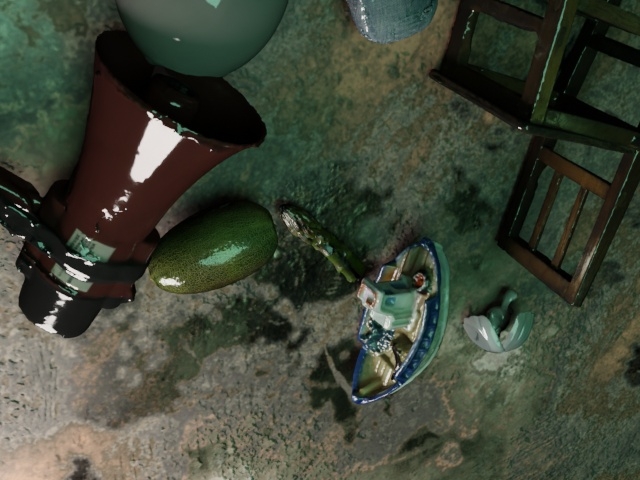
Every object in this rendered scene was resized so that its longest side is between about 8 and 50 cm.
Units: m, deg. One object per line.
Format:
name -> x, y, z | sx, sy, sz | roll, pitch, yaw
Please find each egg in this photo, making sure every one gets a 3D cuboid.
egg -> -0.112, -0.278, 0.847 | 0.176, 0.176, 0.231 | 0, 106, -23

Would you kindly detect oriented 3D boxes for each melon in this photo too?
melon -> -0.128, 0.010, 1.045 | 0.162, 0.099, 0.099 | -22, 123, -7

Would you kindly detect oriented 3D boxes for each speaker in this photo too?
speaker -> -0.254, -0.056, 0.915 | 0.259, 0.198, 0.329 | 22, 116, -44

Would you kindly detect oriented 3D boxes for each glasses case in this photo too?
glasses case -> 0.062, -0.350, 0.944 | 0.109, 0.067, 0.282 | -28, 122, -17

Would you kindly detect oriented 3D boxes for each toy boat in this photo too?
toy boat -> 0.093, 0.113, 1.181 | 0.115, 0.114, 0.261 | -9, 125, -32

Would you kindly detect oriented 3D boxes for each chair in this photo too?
chair -> 0.263, -0.151, 1.063 | 0.241, 0.203, 0.415 | 8, 112, -31

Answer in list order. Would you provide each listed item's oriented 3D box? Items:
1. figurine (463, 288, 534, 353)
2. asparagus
figurine -> 0.268, 0.126, 1.299 | 0.086, 0.082, 0.094 | -38, 152, -19
asparagus -> 0.000, 0.000, 1.135 | 0.036, 0.030, 0.165 | -41, 126, 15
